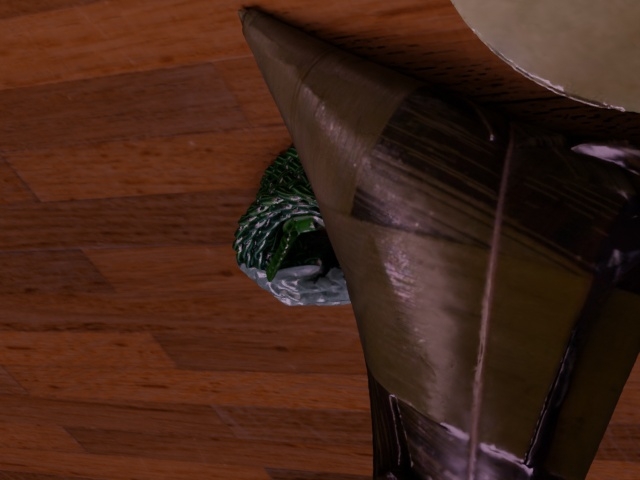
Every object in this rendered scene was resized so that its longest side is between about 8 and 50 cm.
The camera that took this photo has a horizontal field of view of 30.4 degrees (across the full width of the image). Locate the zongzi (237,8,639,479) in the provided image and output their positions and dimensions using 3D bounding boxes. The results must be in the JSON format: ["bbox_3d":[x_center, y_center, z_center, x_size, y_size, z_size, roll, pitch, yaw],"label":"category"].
[{"bbox_3d":[0.035,0.040,0.734,0.317,0.289,0.154,25,174,7],"label":"zongzi"}]

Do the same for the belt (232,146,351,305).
[{"bbox_3d":[0.000,0.000,0.855,0.121,0.079,0.151,35,144,-18],"label":"belt"}]

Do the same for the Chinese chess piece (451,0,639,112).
[{"bbox_3d":[0.162,-0.159,0.545,0.237,0.092,0.238,14,143,11],"label":"Chinese chess piece"}]
